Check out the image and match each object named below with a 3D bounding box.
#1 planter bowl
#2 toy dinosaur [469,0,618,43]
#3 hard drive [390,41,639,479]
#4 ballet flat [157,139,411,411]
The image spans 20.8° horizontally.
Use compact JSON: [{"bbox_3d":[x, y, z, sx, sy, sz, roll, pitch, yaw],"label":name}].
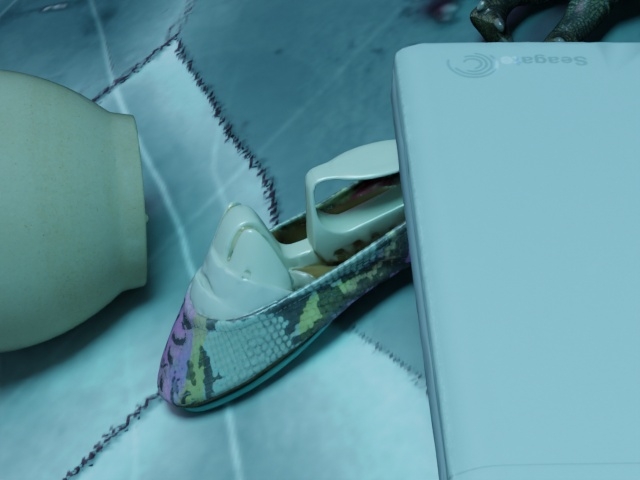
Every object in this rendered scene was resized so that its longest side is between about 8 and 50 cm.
[{"bbox_3d":[-0.151,-0.018,0.957,0.109,0.162,0.162,-4,38,-8],"label":"planter bowl"},{"bbox_3d":[0.142,-0.186,0.980,0.160,0.121,0.313,-43,17,-12],"label":"toy dinosaur"},{"bbox_3d":[0.141,0.015,0.727,0.203,0.040,0.307,0,39,-3],"label":"hard drive"},{"bbox_3d":[0.000,0.000,0.877,0.221,0.079,0.077,-31,40,1],"label":"ballet flat"}]
